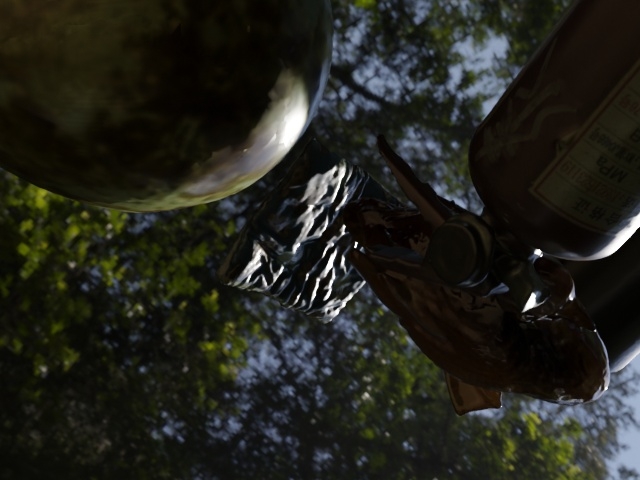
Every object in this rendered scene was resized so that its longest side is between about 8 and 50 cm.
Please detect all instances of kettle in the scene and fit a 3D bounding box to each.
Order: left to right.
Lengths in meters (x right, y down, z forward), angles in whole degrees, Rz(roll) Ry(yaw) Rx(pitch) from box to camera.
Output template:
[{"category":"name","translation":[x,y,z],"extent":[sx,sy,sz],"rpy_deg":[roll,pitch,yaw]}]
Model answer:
[{"category":"kettle","translation":[0.360,-0.028,1.213],"extent":[0.308,0.262,0.203],"rpy_deg":[-51,-170,36]}]

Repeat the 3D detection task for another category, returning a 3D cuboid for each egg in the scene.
[{"category":"egg","translation":[-0.135,-0.136,0.698],"extent":[0.289,0.238,0.238],"rpy_deg":[-5,-135,-10]}]

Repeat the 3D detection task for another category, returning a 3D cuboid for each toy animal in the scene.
[{"category":"toy animal","translation":[0.073,0.018,0.549],"extent":[0.188,0.179,0.089],"rpy_deg":[38,-102,24]}]

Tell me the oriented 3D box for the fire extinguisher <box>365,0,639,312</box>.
[{"category":"fire extinguisher","translation":[0.103,-0.055,0.404],"extent":[0.252,0.075,0.106],"rpy_deg":[-56,-144,36]}]

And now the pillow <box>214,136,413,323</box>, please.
[{"category":"pillow","translation":[0.002,-0.001,1.207],"extent":[0.034,0.255,0.189],"rpy_deg":[40,-84,36]}]
